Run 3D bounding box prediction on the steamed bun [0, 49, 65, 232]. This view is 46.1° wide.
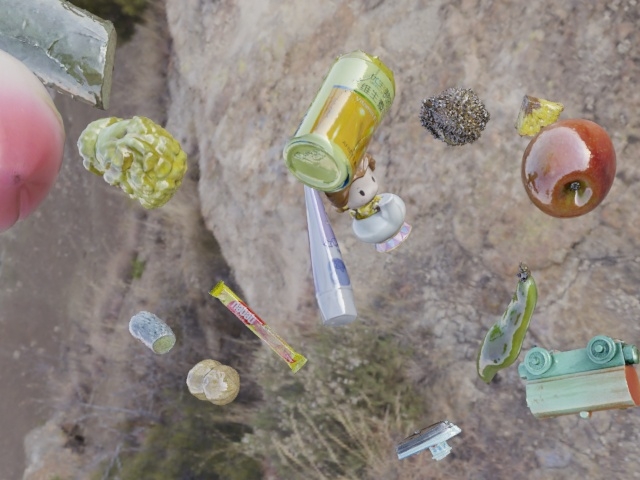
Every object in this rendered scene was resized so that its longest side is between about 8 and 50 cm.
[{"bbox_3d":[-0.498,-0.130,1.069,0.309,0.309,0.309,-38,42,44],"label":"steamed bun"}]

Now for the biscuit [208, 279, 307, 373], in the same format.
[{"bbox_3d":[-0.152,0.208,1.828,0.048,0.292,0.026,-47,2,8],"label":"biscuit"}]

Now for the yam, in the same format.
[{"bbox_3d":[-0.499,-0.364,1.377,0.168,0.304,0.168,24,-90,-89],"label":"yam"}]

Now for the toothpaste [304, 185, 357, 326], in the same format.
[{"bbox_3d":[0.000,0.000,1.614,0.125,0.079,0.371,80,176,-65],"label":"toothpaste"}]

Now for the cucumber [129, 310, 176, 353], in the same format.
[{"bbox_3d":[-0.335,0.185,1.510,0.112,0.064,0.064,22,92,44],"label":"cucumber"}]

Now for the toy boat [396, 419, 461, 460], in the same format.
[{"bbox_3d":[0.220,0.409,1.507,0.140,0.066,0.059,-32,-2,15],"label":"toy boat"}]

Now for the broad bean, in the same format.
[{"bbox_3d":[0.385,0.170,1.527,0.067,0.075,0.325,-70,-6,-59],"label":"broad bean"}]

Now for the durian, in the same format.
[{"bbox_3d":[0.354,-0.338,2.040,0.196,0.196,0.167,-17,51,56],"label":"durian"}]

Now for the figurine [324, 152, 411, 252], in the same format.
[{"bbox_3d":[0.093,-0.098,1.712,0.189,0.263,0.142,-9,38,54],"label":"figurine"}]

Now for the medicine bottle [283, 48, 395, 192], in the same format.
[{"bbox_3d":[0.038,-0.198,1.205,0.124,0.124,0.239,-24,33,53],"label":"medicine bottle"}]

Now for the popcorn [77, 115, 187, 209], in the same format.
[{"bbox_3d":[-0.431,-0.180,1.785,0.286,0.225,0.174,13,57,41],"label":"popcorn"}]

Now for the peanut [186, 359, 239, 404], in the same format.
[{"bbox_3d":[-0.213,0.281,1.491,0.192,0.089,0.089,-11,63,63],"label":"peanut"}]

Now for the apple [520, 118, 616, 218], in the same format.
[{"bbox_3d":[0.471,-0.136,1.422,0.181,0.181,0.168,-53,15,29],"label":"apple"}]

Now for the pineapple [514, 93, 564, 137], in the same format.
[{"bbox_3d":[0.573,-0.339,1.994,0.137,0.116,0.069,-29,26,14],"label":"pineapple"}]

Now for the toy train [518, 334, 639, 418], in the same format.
[{"bbox_3d":[0.592,0.318,1.718,0.285,0.116,0.177,-19,66,37],"label":"toy train"}]
